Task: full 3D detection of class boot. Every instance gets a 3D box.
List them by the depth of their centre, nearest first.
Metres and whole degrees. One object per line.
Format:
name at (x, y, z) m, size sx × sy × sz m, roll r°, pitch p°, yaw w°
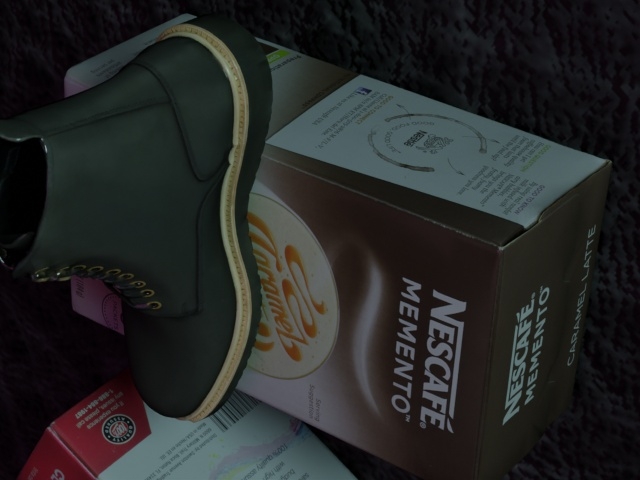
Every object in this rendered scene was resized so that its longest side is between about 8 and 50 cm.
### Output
boot at (-0.093, 0.011, 0.681) m, size 0.077 × 0.137 × 0.197 m, roll 21°, pitch 123°, yaw 30°

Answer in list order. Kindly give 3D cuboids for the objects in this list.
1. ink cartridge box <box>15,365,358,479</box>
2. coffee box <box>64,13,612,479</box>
ink cartridge box at (-0.060, 0.149, 0.884) m, size 0.175 × 0.127 × 0.072 m, roll 46°, pitch 136°, yaw 9°
coffee box at (0.000, 0.000, 0.766) m, size 0.247 × 0.098 × 0.141 m, roll 22°, pitch 126°, yaw 29°
